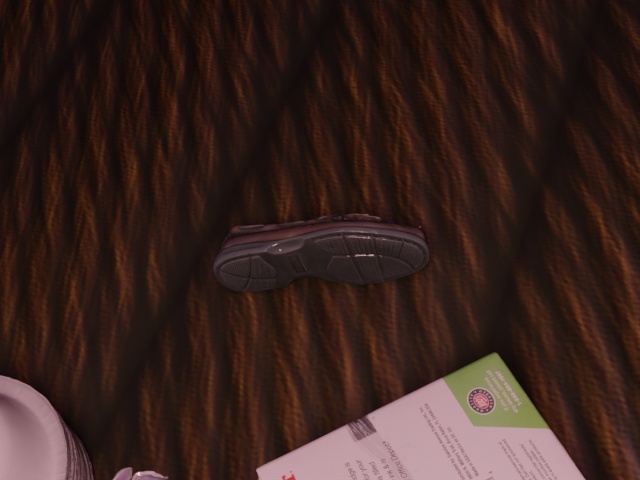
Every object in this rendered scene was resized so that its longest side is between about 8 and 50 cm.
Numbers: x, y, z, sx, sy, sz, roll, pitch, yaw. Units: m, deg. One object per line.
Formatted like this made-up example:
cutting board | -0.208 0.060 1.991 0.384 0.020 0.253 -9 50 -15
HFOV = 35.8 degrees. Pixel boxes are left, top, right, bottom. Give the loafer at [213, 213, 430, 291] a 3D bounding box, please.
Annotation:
loafer | 0.000 0.000 1.213 0.268 0.096 0.084 -6 45 12

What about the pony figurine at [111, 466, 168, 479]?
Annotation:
pony figurine | -0.133 0.392 0.780 0.364 0.302 0.351 22 68 16

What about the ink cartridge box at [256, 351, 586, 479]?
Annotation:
ink cartridge box | 0.103 0.263 0.957 0.273 0.114 0.198 -25 50 -6

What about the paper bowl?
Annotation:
paper bowl | -0.399 0.273 1.060 0.284 0.148 0.284 -6 51 8
